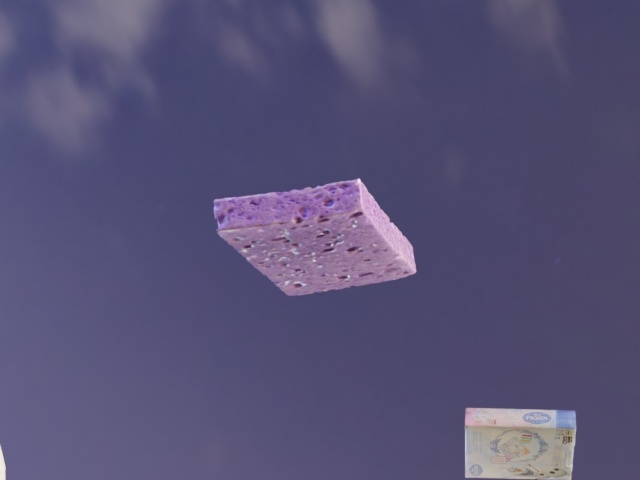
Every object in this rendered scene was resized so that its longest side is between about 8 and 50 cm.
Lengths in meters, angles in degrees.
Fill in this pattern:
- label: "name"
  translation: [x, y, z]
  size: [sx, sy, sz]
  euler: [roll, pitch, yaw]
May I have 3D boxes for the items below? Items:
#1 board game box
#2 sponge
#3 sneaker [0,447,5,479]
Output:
- label: "board game box"
  translation: [0.165, 0.169, 1.408]
  size: [0.090, 0.020, 0.090]
  euler: [0, -36, 5]
- label: "sponge"
  translation: [0.000, 0.000, 1.382]
  size: [0.117, 0.031, 0.210]
  euler: [-9, -18, 12]
- label: "sneaker"
  translation: [-0.235, 0.131, 0.877]
  size: [0.152, 0.053, 0.061]
  euler: [-20, -80, 3]
